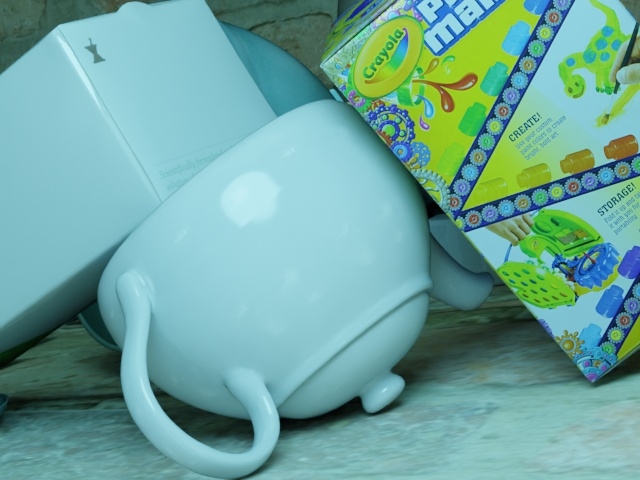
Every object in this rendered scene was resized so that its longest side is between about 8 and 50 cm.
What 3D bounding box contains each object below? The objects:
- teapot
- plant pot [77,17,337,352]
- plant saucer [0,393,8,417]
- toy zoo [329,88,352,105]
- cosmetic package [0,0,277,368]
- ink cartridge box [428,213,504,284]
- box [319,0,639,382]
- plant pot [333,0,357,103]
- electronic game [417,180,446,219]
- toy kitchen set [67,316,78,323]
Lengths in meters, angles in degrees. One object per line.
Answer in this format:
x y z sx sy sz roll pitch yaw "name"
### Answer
-0.016 0.041 1.301 0.256 0.187 0.252 -38 -9 -3 "teapot"
-0.069 -0.038 1.637 0.196 0.293 0.293 10 -6 -35 "plant pot"
-0.298 0.145 1.481 0.119 0.021 0.119 -10 9 2 "plant saucer"
-0.050 -0.051 1.889 0.192 0.030 0.293 -20 -21 -43 "toy zoo"
-0.222 -0.019 1.433 0.365 0.155 0.197 -33 -4 33 "cosmetic package"
0.150 0.006 1.654 0.115 0.063 0.029 -5 11 30 "ink cartridge box"
0.157 -0.091 1.351 0.177 0.279 0.290 -40 7 9 "box"
0.138 -0.175 2.131 0.323 0.280 0.323 -12 9 2 "plant pot"
0.186 -0.040 1.700 0.229 0.048 0.229 3 -14 1 "electronic game"
-0.212 0.051 1.790 0.207 0.122 0.166 -31 -5 40 "toy kitchen set"
